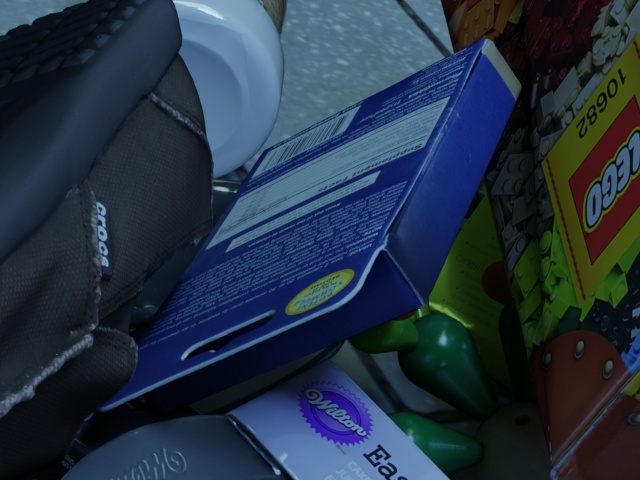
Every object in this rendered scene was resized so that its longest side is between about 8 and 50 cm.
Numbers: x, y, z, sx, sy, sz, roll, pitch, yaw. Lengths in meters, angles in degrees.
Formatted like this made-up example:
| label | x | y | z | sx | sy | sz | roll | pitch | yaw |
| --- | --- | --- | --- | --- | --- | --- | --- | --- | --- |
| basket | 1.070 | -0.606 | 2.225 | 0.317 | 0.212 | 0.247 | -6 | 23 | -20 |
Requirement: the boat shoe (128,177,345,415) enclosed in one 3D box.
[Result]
| label | x | y | z | sx | sy | sz | roll | pitch | yaw |
| --- | --- | --- | --- | --- | --- | --- | --- | --- | --- |
| boat shoe | -0.206 | -0.009 | 0.832 | 0.500 | 0.156 | 0.187 | 5 | 33 | -21 |

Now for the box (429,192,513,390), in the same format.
| label | x | y | z | sx | sy | sz | roll | pitch | yaw |
| --- | --- | --- | --- | --- | --- | --- | --- | --- | --- |
| box | 0.139 | 0.003 | 1.009 | 0.109 | 0.042 | 0.178 | 28 | 61 | 16 |

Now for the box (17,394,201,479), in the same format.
| label | x | y | z | sx | sy | sz | roll | pitch | yaw |
| --- | --- | --- | --- | --- | --- | --- | --- | --- | --- |
| box | -0.092 | 0.105 | 0.775 | 0.052 | 0.083 | 0.062 | 36 | 37 | 27 |

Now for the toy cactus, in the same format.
| label | x | y | z | sx | sy | sz | roll | pitch | yaw |
| --- | --- | --- | --- | --- | --- | --- | --- | --- | --- |
| toy cactus | 0.079 | 0.066 | 0.868 | 0.180 | 0.112 | 0.219 | 50 | 50 | -2 |

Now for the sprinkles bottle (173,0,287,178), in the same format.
| label | x | y | z | sx | sy | sz | roll | pitch | yaw |
| --- | --- | --- | --- | --- | --- | --- | --- | --- | --- |
| sprinkles bottle | -0.076 | -0.174 | 1.172 | 0.121 | 0.121 | 0.355 | 13 | 32 | -6 |

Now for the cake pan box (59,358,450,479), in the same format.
| label | x | y | z | sx | sy | sz | roll | pitch | yaw |
| --- | --- | --- | --- | --- | --- | --- | --- | --- | --- |
| cake pan box | 0.000 | 0.184 | 0.670 | 0.267 | 0.070 | 0.246 | 46 | 38 | 18 |

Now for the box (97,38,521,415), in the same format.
| label | x | y | z | sx | sy | sz | roll | pitch | yaw |
| --- | --- | --- | --- | --- | --- | --- | --- | --- | --- |
| box | 0.000 | 0.000 | 0.777 | 0.036 | 0.136 | 0.225 | 55 | 32 | -16 |

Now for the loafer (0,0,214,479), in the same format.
| label | x | y | z | sx | sy | sz | roll | pitch | yaw |
| --- | --- | --- | --- | --- | --- | --- | --- | --- | --- |
| loafer | -0.122 | 0.038 | 0.649 | 0.134 | 0.130 | 0.366 | -12 | 28 | 34 |

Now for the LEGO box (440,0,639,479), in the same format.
| label | x | y | z | sx | sy | sz | roll | pitch | yaw |
| --- | --- | --- | --- | --- | --- | --- | --- | --- | --- |
| LEGO box | 0.332 | -0.024 | 0.900 | 0.500 | 0.193 | 0.372 | 16 | 40 | -23 |

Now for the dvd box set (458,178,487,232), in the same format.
| label | x | y | z | sx | sy | sz | roll | pitch | yaw |
| --- | --- | --- | --- | --- | --- | --- | --- | --- | --- |
| dvd box set | 0.294 | -0.013 | 1.156 | 0.420 | 0.062 | 0.307 | 27 | 34 | 14 |
